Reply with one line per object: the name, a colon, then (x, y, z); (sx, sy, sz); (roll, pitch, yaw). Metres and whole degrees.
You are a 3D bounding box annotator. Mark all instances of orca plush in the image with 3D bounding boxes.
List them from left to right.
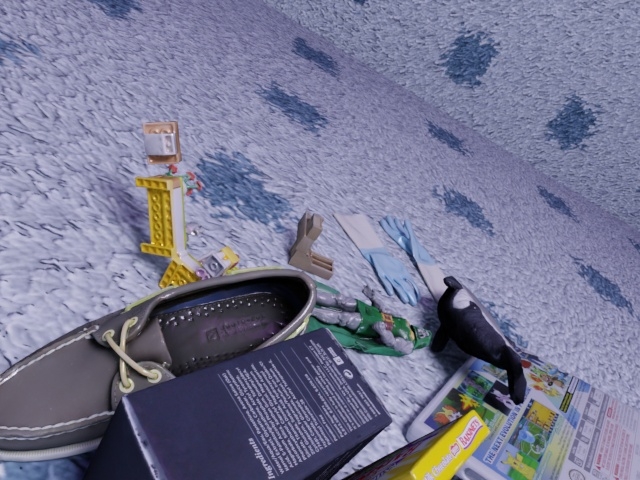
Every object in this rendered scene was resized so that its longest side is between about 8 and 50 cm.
orca plush: (0.227, 0.156, 0.764); (0.151, 0.102, 0.287); (42, 12, -22)

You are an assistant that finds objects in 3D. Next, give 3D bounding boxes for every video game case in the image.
video game case: (0.317, 0.267, 0.672); (0.300, 0.036, 0.329); (29, 28, 27)

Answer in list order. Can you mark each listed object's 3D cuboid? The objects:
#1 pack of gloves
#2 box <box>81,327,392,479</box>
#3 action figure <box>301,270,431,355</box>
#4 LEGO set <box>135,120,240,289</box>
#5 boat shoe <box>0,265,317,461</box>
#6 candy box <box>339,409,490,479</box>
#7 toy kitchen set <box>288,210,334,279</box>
pack of gloves: (0.157, 0.020, 0.927); (0.195, 0.046, 0.232); (2, 44, -42)
box: (-0.068, 0.178, 0.411); (0.207, 0.153, 0.108); (-7, 50, -48)
action figure: (0.066, 0.114, 0.711); (0.232, 0.063, 0.137); (22, 31, -25)
LEGO set: (-0.137, -0.008, 0.615); (0.286, 0.132, 0.107); (59, 28, -2)
boat shoe: (-0.141, 0.096, 0.443); (0.305, 0.091, 0.109); (-17, 66, -28)
candy box: (0.040, 0.211, 0.415); (0.105, 0.206, 0.027); (-15, 65, -51)
toy kitchen set: (0.000, 0.000, 0.773); (0.075, 0.083, 0.068); (23, 34, -17)
